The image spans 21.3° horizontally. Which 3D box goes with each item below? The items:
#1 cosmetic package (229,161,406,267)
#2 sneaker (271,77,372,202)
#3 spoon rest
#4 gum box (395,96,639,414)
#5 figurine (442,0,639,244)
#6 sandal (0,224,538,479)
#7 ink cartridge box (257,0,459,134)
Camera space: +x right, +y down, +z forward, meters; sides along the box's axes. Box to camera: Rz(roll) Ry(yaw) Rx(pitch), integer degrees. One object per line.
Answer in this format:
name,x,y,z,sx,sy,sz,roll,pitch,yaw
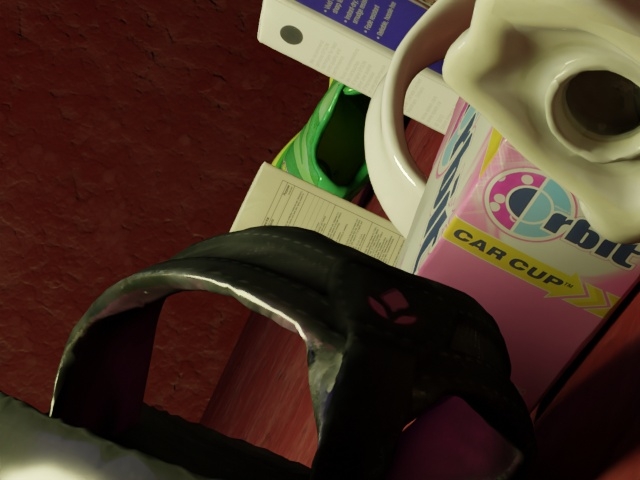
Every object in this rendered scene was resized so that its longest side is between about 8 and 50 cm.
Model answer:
cosmetic package,0.000,0.000,1.124,0.060,0.115,0.041,-64,3,-10
sneaker,0.052,-0.140,1.685,0.123,0.109,0.295,-18,44,59
spoon rest,0.092,-0.118,0.910,0.276,0.084,0.137,-67,5,-30
gum box,0.087,-0.044,0.603,0.107,0.062,0.188,-60,5,44
figurine,0.136,-0.130,0.457,0.209,0.092,0.215,-57,-2,-37
sandal,-0.017,0.057,0.532,0.446,0.167,0.107,139,153,-83
ink cartridge box,0.037,-0.172,1.068,0.045,0.208,0.206,-57,7,42
